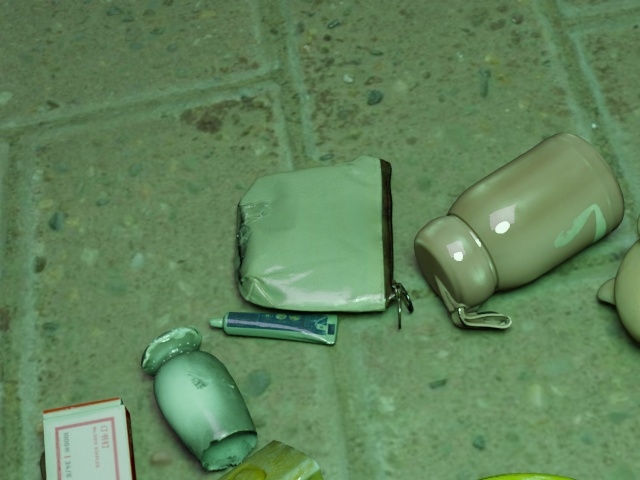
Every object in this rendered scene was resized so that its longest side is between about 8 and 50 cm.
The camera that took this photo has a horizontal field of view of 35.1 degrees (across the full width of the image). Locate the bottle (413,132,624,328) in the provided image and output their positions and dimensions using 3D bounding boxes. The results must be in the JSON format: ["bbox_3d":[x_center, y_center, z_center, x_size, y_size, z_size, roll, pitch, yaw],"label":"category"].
[{"bbox_3d":[0.293,-0.006,1.498,0.296,0.173,0.206,-31,91,-13],"label":"bottle"}]

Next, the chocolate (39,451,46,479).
[{"bbox_3d":[-0.355,0.314,1.454,0.100,0.031,0.065,-19,60,-6],"label":"chocolate"}]

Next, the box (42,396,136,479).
[{"bbox_3d":[-0.315,0.339,1.395,0.122,0.050,0.229,-9,65,-3],"label":"box"}]

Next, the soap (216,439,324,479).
[{"bbox_3d":[-0.125,0.372,1.285,0.274,0.173,0.089,-32,101,-20],"label":"soap"}]

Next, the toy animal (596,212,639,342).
[{"bbox_3d":[0.548,0.037,1.407,0.269,0.237,0.326,19,56,9],"label":"toy animal"}]

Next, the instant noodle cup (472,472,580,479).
[{"bbox_3d":[0.233,0.452,1.089,0.325,0.254,0.326,-3,29,2],"label":"instant noodle cup"}]

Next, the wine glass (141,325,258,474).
[{"bbox_3d":[-0.173,0.223,1.439,0.111,0.111,0.204,-29,55,-11],"label":"wine glass"}]

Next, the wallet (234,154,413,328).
[{"bbox_3d":[0.001,-0.002,1.599,0.274,0.068,0.335,-3,49,2],"label":"wallet"}]

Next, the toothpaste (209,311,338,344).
[{"bbox_3d":[-0.071,0.129,1.534,0.197,0.035,0.057,3,47,5],"label":"toothpaste"}]
